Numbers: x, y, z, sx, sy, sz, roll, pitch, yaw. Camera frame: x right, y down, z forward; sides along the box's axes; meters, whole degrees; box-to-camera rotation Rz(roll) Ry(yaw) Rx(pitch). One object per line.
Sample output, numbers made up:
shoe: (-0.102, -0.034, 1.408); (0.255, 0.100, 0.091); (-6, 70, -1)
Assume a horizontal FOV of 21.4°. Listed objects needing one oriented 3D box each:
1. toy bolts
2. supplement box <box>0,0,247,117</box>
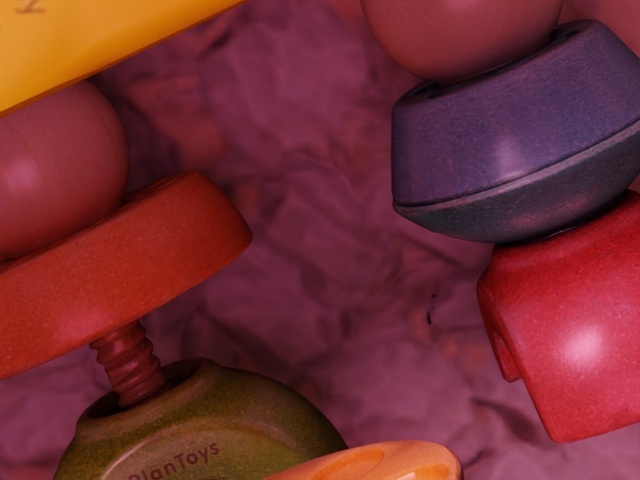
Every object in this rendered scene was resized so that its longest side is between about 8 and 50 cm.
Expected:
toy bolts: (0.000, 0.000, 0.469); (0.229, 0.218, 0.158); (-25, 100, -6)
supplement box: (-0.169, -0.101, 0.394); (0.357, 0.194, 0.195); (-26, 106, -4)
